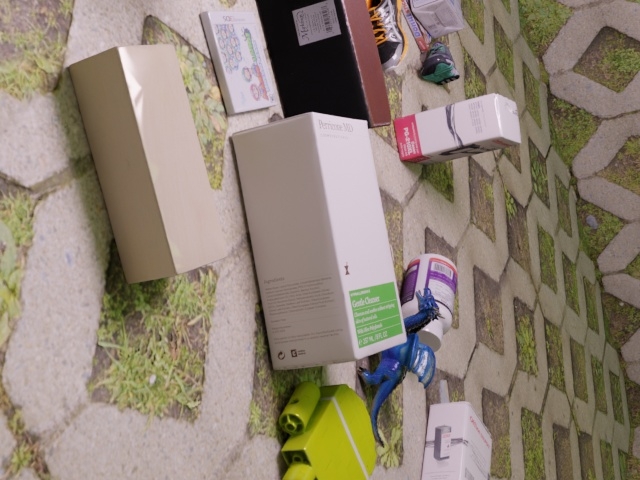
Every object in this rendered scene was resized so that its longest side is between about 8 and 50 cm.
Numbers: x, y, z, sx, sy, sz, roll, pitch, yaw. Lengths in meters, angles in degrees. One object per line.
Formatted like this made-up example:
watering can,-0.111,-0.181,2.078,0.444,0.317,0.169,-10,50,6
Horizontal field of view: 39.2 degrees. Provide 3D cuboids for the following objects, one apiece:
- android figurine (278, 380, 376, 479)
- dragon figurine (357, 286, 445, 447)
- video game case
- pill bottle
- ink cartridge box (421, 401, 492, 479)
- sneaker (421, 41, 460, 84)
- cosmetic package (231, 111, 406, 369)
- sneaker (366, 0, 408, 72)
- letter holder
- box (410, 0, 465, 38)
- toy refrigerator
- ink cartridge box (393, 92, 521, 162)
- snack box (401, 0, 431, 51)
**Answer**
android figurine,0.014,0.334,1.394,0.248,0.056,0.273,67,29,-22
dragon figurine,0.150,0.215,1.611,0.085,0.144,0.289,49,39,-45
video game case,-0.124,-0.280,1.407,0.143,0.019,0.157,-28,105,-62
pill bottle,0.215,0.130,1.816,0.108,0.108,0.193,57,34,-36
ink cartridge box,0.278,0.460,1.826,0.158,0.092,0.218,56,36,-38
sneaker,0.287,-0.452,2.239,0.224,0.083,0.098,2,71,-74
cosmetic package,0.000,0.000,1.391,0.197,0.155,0.365,-8,88,-61
sneaker,0.129,-0.460,1.928,0.083,0.084,0.214,15,63,-47
letter holder,0.024,-0.332,1.579,0.214,0.152,0.301,-23,100,-65
box,0.272,-0.674,2.243,0.169,0.087,0.290,29,49,-60
toy refrigerator,-0.209,-0.092,1.088,0.102,0.094,0.269,-22,99,-56
ink cartridge box,0.309,-0.243,2.004,0.172,0.237,0.100,-2,81,-63
snack box,0.228,-0.552,2.211,0.178,0.022,0.064,57,32,-36
